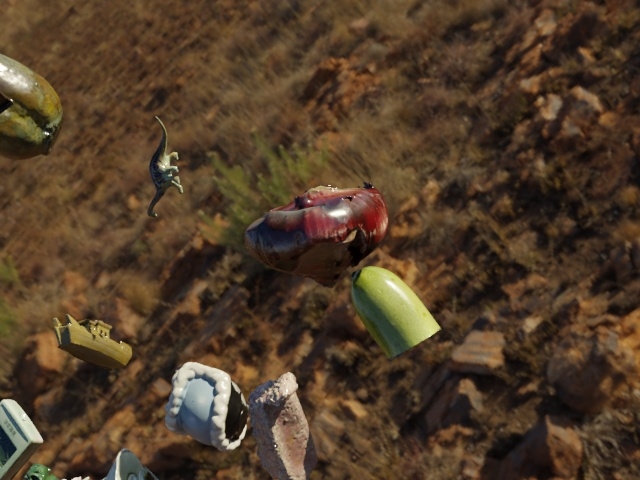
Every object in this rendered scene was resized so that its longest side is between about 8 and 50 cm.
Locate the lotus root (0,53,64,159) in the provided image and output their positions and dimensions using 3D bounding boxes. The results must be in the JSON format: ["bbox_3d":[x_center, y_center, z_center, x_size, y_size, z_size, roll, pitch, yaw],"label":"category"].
[{"bbox_3d":[-0.798,-0.332,2.066,0.250,0.346,0.250,-49,26,33],"label":"lotus root"}]

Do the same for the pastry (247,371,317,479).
[{"bbox_3d":[-0.077,0.350,1.610,0.112,0.265,0.103,19,40,32],"label":"pastry"}]

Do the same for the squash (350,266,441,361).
[{"bbox_3d":[0.127,0.127,1.611,0.123,0.187,0.123,-37,-7,-5],"label":"squash"}]

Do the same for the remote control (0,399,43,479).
[{"bbox_3d":[-0.787,0.538,1.964,0.145,0.050,0.344,42,95,27],"label":"remote control"}]

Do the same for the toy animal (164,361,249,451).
[{"bbox_3d":[-0.273,0.401,2.018,0.204,0.208,0.156,12,56,20],"label":"toy animal"}]

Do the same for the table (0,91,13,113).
[{"bbox_3d":[-0.623,-0.273,1.163,0.196,0.250,0.282,-39,70,0],"label":"table"}]

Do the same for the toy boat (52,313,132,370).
[{"bbox_3d":[-0.408,0.179,1.541,0.064,0.206,0.072,-14,62,15],"label":"toy boat"}]

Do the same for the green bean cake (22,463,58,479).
[{"bbox_3d":[-0.717,0.690,2.107,0.208,0.193,0.107,-40,14,-5],"label":"green bean cake"}]

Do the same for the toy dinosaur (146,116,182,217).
[{"bbox_3d":[-0.254,-0.118,1.412,0.037,0.058,0.180,-121,37,-67],"label":"toy dinosaur"}]

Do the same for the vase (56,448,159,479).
[{"bbox_3d":[-0.518,0.590,1.676,0.445,0.250,0.250,-29,30,4],"label":"vase"}]

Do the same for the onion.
[{"bbox_3d":[0.000,0.000,1.573,0.272,0.195,0.272,-16,9,3],"label":"onion"}]
